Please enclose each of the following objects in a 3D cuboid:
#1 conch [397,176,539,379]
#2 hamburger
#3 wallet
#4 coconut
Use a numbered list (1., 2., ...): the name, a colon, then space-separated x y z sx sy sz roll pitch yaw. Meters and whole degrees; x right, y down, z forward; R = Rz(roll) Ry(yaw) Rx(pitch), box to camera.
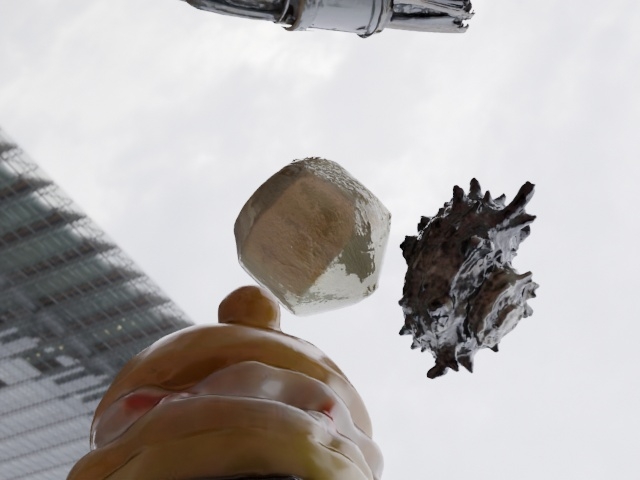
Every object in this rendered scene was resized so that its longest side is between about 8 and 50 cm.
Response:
1. conch: 0.232 0.059 1.124 0.186 0.240 0.313 -1 -105 62
2. hamburger: -0.077 0.189 0.642 0.276 0.276 0.237 -25 -142 11
3. wallet: -0.017 -0.195 0.481 0.230 0.069 0.170 -5 -132 -30
4. coconut: 0.000 0.000 1.246 0.247 0.245 0.245 42 -103 7
